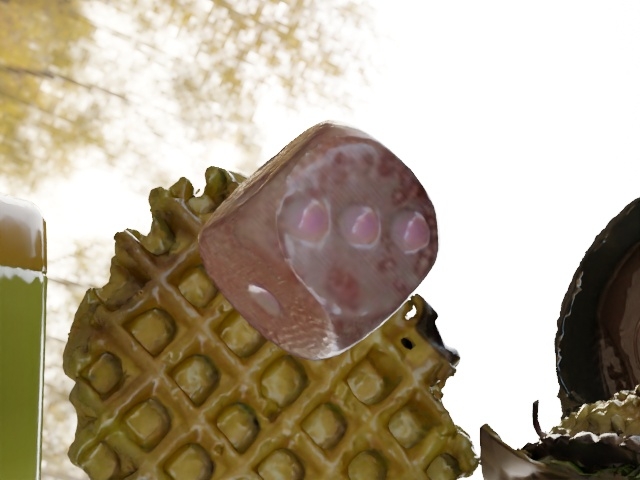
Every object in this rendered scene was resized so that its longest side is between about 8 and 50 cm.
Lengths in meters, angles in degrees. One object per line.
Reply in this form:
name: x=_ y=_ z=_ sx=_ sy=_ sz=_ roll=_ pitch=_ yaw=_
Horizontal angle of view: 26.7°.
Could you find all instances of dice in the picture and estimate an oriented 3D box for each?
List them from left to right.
dice: x=0.000 y=0.000 z=0.690 sx=0.091 sy=0.093 sz=0.094 roll=-47 pitch=-168 yaw=-26

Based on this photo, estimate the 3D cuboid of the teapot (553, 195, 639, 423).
teapot: x=0.390 y=0.065 z=1.038 sx=0.376 sy=0.361 sz=0.306 roll=-35 pitch=-113 yaw=34

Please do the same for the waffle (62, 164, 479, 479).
waffle: x=-0.028 y=0.105 z=0.965 sx=0.060 sy=0.311 sz=0.307 roll=143 pitch=-38 yaw=-68

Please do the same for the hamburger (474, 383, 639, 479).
hamburger: x=0.201 y=0.181 z=0.778 sx=0.139 sy=0.261 sz=0.243 roll=-51 pitch=144 yaw=-35

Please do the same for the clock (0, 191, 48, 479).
clock: x=-0.179 y=0.026 z=0.328 sx=0.143 sy=0.202 sz=0.096 roll=15 pitch=73 yaw=-75
